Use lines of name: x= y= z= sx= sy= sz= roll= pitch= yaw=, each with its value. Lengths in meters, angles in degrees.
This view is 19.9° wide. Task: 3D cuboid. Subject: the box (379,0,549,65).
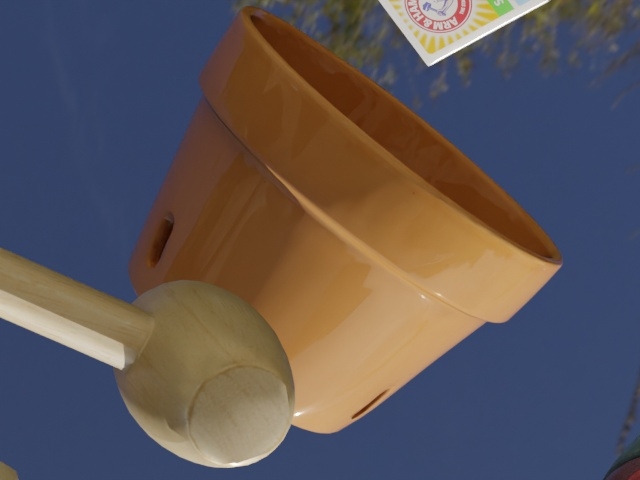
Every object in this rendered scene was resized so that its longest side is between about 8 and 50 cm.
box: x=0.057 y=-0.221 z=1.042 sx=0.203 sy=0.114 sz=0.103 roll=50 pitch=-150 yaw=-22

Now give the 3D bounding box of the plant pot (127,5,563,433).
plant pot: x=0.000 y=0.000 z=1.308 sx=0.291 sy=0.291 sz=0.203 roll=39 pitch=-78 yaw=4

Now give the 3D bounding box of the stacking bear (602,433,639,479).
stacking bear: x=0.256 y=0.147 z=1.061 sx=0.289 sy=0.175 sz=0.164 roll=-30 pitch=-82 yaw=-43

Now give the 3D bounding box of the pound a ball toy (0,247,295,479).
pound a ball toy: x=-0.194 y=0.042 z=0.513 sx=0.319 sy=0.136 sz=0.208 roll=27 pitch=-86 yaw=-15
